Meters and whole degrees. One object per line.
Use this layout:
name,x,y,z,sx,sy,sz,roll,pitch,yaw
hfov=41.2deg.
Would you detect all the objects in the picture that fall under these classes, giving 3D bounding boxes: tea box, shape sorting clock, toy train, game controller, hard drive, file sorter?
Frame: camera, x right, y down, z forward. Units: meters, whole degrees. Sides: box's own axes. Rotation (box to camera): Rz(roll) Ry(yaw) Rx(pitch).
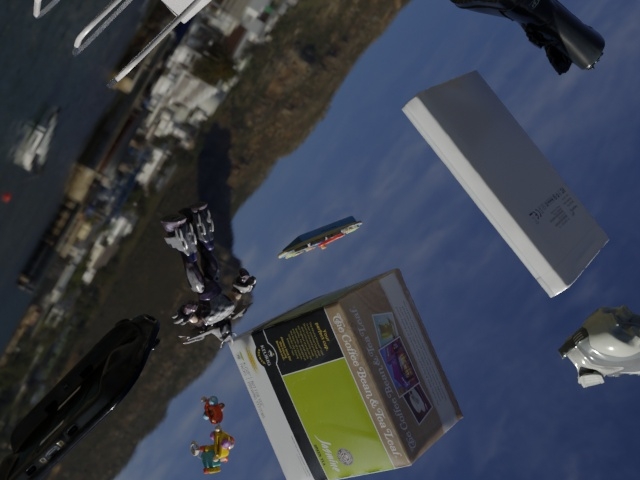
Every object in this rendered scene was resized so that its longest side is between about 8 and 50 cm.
tea box,0.047,0.274,1.686,0.324,0.328,0.220,-22,-179,40
shape sorting clock,0.000,0.000,1.944,0.206,0.040,0.206,-24,173,-3
toy train,-0.219,0.408,1.786,0.125,0.046,0.166,51,-48,39
game controller,-0.328,0.228,1.139,0.319,0.067,0.166,-43,-154,24
hard drive,0.295,-0.100,1.323,0.047,0.353,0.233,-41,174,37
file sorter,-0.298,-0.348,1.079,0.173,0.278,0.193,-49,-162,-10

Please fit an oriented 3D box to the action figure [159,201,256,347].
action figure,-0.217,0.077,1.615,0.099,0.284,0.185,-3,-158,42

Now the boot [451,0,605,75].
boot,0.337,-0.365,1.404,0.094,0.207,0.246,-53,-155,7

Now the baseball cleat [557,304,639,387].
baseball cleat,0.344,0.122,0.939,0.109,0.206,0.072,-46,-142,37
